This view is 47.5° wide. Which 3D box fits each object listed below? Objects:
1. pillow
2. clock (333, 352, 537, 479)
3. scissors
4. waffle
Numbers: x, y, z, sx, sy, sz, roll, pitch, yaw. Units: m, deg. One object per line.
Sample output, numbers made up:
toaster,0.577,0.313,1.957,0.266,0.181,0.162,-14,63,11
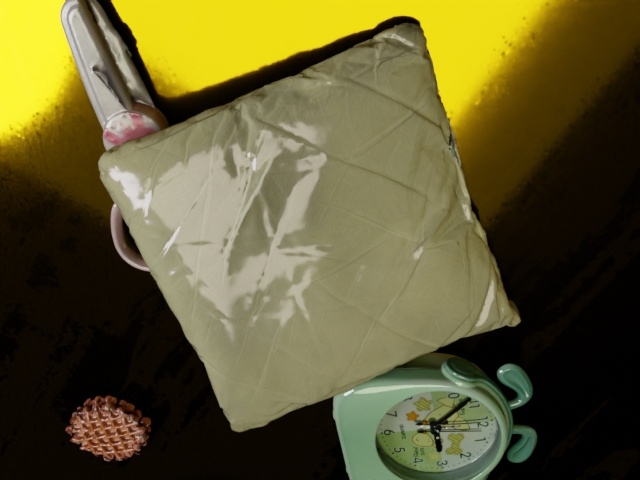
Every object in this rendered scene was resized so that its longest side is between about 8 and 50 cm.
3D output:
pillow,-0.001,0.002,0.607,0.274,0.076,0.281,-24,111,1
clock,0.110,0.175,0.699,0.188,0.060,0.148,-7,115,6
scissors,-0.152,-0.083,0.601,0.118,0.030,0.242,-16,118,9
waffle,-0.214,0.194,0.746,0.083,0.029,0.075,35,116,-17
